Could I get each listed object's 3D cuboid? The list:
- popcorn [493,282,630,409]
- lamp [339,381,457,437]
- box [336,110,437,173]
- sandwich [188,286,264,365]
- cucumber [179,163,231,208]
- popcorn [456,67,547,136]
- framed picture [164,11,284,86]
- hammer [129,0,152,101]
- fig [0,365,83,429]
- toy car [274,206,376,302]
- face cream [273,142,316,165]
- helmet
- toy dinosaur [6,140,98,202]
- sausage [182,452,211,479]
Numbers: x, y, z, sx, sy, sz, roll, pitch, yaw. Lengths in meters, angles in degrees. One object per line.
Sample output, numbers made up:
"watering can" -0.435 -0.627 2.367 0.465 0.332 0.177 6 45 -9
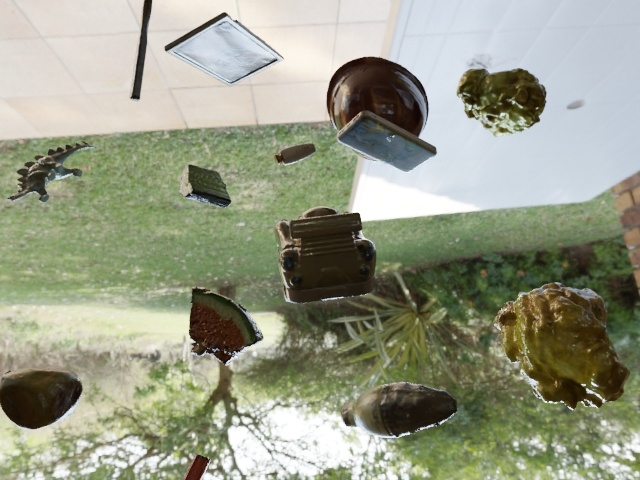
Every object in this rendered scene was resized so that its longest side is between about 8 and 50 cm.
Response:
"popcorn" 0.347 0.155 0.664 0.156 0.197 0.197 -19 164 7
"lamp" 0.145 0.325 0.873 0.250 0.101 0.101 -21 159 30
"box" 0.197 -0.283 1.330 0.285 0.044 0.142 18 151 -28
"sandwich" -0.306 0.283 1.443 0.292 0.212 0.109 13 168 22
"cucumber" -0.305 -0.136 1.190 0.115 0.116 0.062 15 127 -38
"popcorn" 0.609 -0.462 1.535 0.286 0.173 0.225 18 150 27
"framed picture" -0.265 -0.537 1.300 0.211 0.020 0.289 -17 171 24
"hammer" -0.208 -0.304 0.553 0.029 0.292 0.058 13 163 -40
"fig" -0.631 0.348 1.018 0.166 0.154 0.144 21 113 -22
"toy car" 0.000 0.000 1.149 0.242 0.226 0.336 -8 -158 -4
"face cream" -0.110 -0.369 1.933 0.182 0.072 0.051 -22 175 -17
"helmet" 0.195 -0.416 1.539 0.338 0.230 0.385 -36 116 26
"toy dinosaur" -0.455 -0.125 0.772 0.082 0.209 0.039 12 129 12
"sausage" -0.307 0.576 1.058 0.050 0.145 0.048 -7 139 47
